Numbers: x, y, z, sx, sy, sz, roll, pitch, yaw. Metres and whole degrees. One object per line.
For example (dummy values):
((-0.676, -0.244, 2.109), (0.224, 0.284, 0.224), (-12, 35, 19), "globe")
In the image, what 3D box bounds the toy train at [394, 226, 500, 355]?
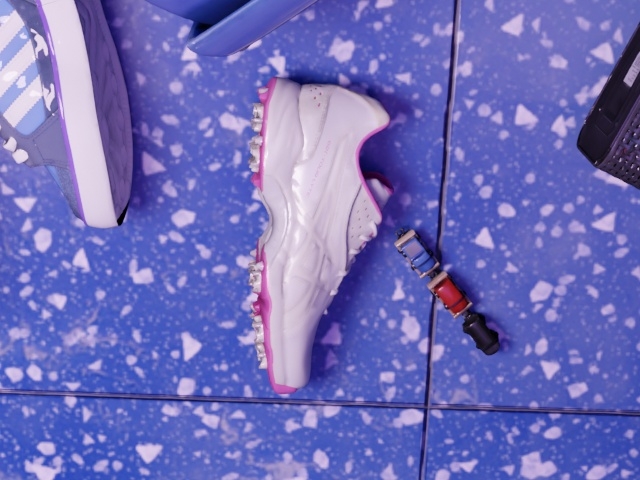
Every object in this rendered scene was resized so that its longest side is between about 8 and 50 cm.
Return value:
((0.124, 0.051, 1.771), (0.027, 0.036, 0.158), (-38, 104, 7), "toy train")

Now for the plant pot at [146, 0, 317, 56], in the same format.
((-0.067, -0.308, 1.544), (0.236, 0.236, 0.212), (-32, 114, 25), "plant pot")

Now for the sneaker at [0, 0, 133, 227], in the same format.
((-0.314, -0.153, 1.657), (0.236, 0.130, 0.323), (-8, 111, 10), "sneaker")

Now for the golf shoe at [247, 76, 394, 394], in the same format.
((0.000, 0.000, 1.714), (0.140, 0.115, 0.306), (0, 106, -7), "golf shoe")

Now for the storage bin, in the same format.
((0.323, -0.138, 1.686), (0.084, 0.122, 0.180), (25, 102, -10), "storage bin")
